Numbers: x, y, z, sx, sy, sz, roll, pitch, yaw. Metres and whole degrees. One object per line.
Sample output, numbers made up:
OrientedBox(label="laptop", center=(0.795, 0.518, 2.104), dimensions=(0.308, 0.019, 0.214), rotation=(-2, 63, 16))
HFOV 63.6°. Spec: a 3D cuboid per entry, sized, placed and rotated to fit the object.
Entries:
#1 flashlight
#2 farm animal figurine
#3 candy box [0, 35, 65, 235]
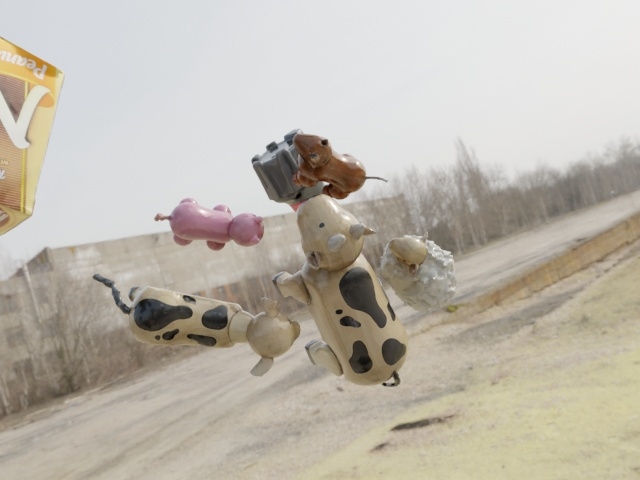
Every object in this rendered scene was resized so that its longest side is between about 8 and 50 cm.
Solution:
OrientedBox(label="flashlight", center=(0.000, 0.000, 0.755), dimensions=(0.103, 0.304, 0.103), rotation=(-27, 25, 6))
OrientedBox(label="farm animal figurine", center=(-0.010, 0.046, 0.569), dimensions=(0.330, 0.327, 0.172), rotation=(-47, 18, -18))
OrientedBox(label="candy box", center=(-0.406, -0.142, 0.444), dimensions=(0.087, 0.183, 0.316), rotation=(-18, -29, 34))
